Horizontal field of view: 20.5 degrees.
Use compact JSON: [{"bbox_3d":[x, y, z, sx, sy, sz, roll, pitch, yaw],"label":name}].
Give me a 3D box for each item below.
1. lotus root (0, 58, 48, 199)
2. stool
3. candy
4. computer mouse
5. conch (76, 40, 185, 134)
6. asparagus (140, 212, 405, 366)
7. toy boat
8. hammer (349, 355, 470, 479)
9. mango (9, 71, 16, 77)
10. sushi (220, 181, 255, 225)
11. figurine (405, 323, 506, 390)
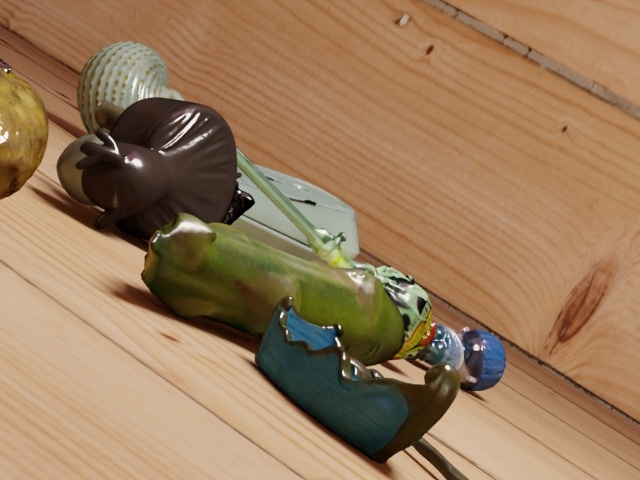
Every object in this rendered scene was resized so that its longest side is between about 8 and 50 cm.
[{"bbox_3d":[-0.229,-0.067,1.128,0.108,0.095,0.191,9,15,-8],"label":"lotus root"},{"bbox_3d":[-0.157,-0.059,1.513,0.121,0.125,0.217,12,12,31],"label":"stool"},{"bbox_3d":[0.000,0.000,1.707,0.305,0.083,0.091,46,22,-18],"label":"candy"},{"bbox_3d":[-0.086,-0.030,1.879,0.288,0.097,0.159,15,14,-36],"label":"computer mouse"},{"bbox_3d":[-0.232,-0.158,2.256,0.200,0.131,0.172,54,-10,46],"label":"conch"},{"bbox_3d":[-0.045,0.037,1.310,0.085,0.082,0.343,26,3,35],"label":"asparagus"},{"bbox_3d":[0.026,0.086,1.175,0.075,0.077,0.185,30,3,-31],"label":"toy boat"},{"bbox_3d":[0.070,0.143,1.229,0.058,0.029,0.292,28,6,-29],"label":"hammer"},{"bbox_3d":[-0.306,-0.130,1.558,0.161,0.076,0.103,39,-8,-27],"label":"mango"},{"bbox_3d":[-0.132,-0.041,1.696,0.098,0.084,0.094,35,-3,-31],"label":"sushi"},{"bbox_3d":[0.150,0.119,1.955,0.136,0.079,0.077,34,41,-51],"label":"figurine"}]
